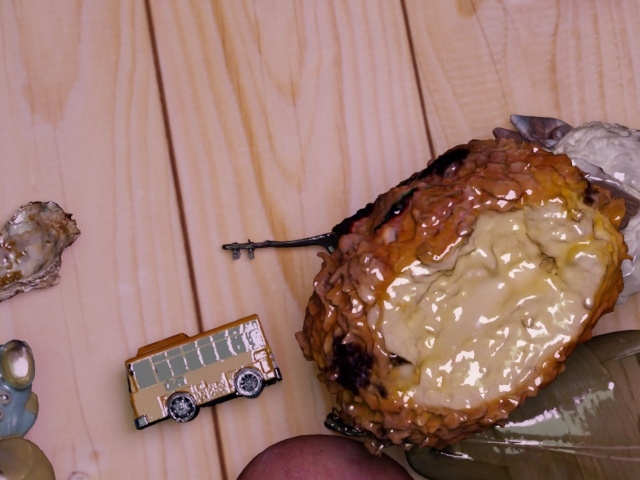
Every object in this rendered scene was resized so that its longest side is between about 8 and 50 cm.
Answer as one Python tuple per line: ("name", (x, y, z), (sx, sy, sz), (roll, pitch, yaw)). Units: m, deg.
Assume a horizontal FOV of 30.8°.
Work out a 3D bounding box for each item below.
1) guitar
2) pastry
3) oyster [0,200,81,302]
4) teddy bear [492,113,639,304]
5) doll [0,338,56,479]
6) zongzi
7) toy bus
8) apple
("guitar", (0.000, 0.002, 1.588), (0.271, 0.084, 0.038), (-9, 84, 4))
("pastry", (0.151, 0.052, 1.379), (0.405, 0.337, 0.292), (-45, 102, -3))
("oyster", (-0.402, 0.027, 1.582), (0.105, 0.056, 0.177), (33, 82, 15))
("teddy bear", (0.431, 0.009, 1.525), (0.362, 0.327, 0.375), (0, 113, 39))
("doll", (-0.437, 0.272, 1.493), (0.177, 0.161, 0.260), (-8, 80, -24))
("zongzi", (0.252, 0.328, 1.495), (0.447, 0.181, 0.418), (-13, 83, 0))
("toy bus", (-0.159, 0.174, 1.543), (0.201, 0.098, 0.114), (-19, 82, -4))
("apple", (0.011, 0.391, 1.442), (0.306, 0.235, 0.305), (0, 89, 4))
